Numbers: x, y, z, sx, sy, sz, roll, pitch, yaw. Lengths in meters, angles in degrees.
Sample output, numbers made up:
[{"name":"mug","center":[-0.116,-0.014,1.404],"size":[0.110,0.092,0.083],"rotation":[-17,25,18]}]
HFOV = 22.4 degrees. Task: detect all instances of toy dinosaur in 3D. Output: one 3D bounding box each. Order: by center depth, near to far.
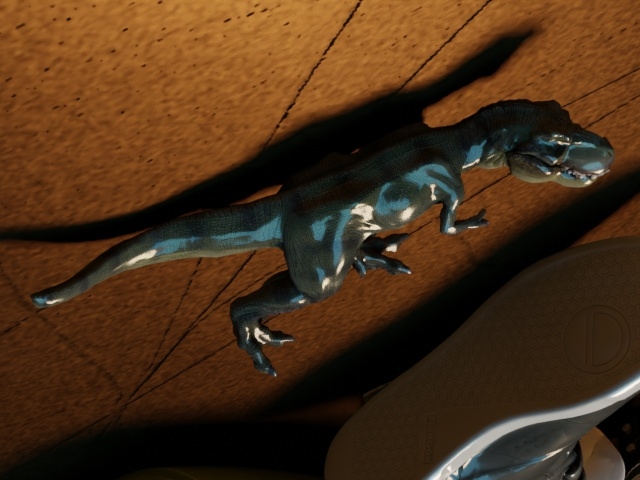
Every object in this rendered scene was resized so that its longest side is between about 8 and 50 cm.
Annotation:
[{"name":"toy dinosaur","center":[0.000,0.000,0.753],"size":[0.268,0.064,0.118],"rotation":[-19,152,-11]}]

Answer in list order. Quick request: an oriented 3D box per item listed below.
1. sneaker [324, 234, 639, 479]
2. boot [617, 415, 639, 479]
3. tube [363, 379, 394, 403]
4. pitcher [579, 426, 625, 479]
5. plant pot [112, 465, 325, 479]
[{"name":"sneaker","center":[0.154,0.102,1.060],"size":[0.296,0.104,0.147],"rotation":[-37,144,22]},{"name":"boot","center":[0.317,0.227,1.536],"size":[0.085,0.178,0.236],"rotation":[-19,136,11]},{"name":"tube","center":[0.081,0.137,1.182],"size":[0.240,0.062,0.070],"rotation":[78,34,-63]},{"name":"pitcher","center":[0.143,0.253,1.363],"size":[0.207,0.125,0.177],"rotation":[-9,113,-22]},{"name":"plant pot","center":[-0.046,0.263,1.101],"size":[0.275,0.275,0.293],"rotation":[-31,142,13]}]
